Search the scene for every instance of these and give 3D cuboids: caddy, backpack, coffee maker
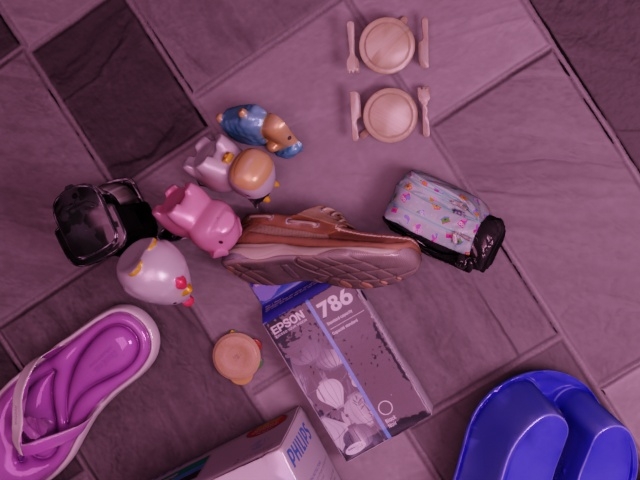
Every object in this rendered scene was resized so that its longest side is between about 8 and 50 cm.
[{"bbox_3d":[0.331,0.371,1.699,0.241,0.179,0.341,13,97,-16],"label":"caddy"},{"bbox_3d":[0.190,-0.030,1.700,0.182,0.152,0.115,28,91,14],"label":"backpack"},{"bbox_3d":[-0.325,-0.015,1.743,0.171,0.178,0.120,42,101,2],"label":"coffee maker"}]

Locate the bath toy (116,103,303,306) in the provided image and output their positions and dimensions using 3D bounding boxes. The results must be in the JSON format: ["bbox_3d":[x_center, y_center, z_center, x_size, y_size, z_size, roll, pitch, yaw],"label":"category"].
[{"bbox_3d":[-0.166,-0.041,1.685,0.129,0.151,0.348,44,70,-30],"label":"bath toy"}]

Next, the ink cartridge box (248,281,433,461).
[{"bbox_3d":[0.028,0.172,1.774,0.165,0.065,0.332,-32,90,10],"label":"ink cartridge box"}]

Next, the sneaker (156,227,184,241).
[{"bbox_3d":[-0.217,-0.018,1.783,0.098,0.069,0.038,-23,93,10],"label":"sneaker"}]

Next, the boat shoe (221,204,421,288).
[{"bbox_3d":[0.000,0.000,1.703,0.325,0.123,0.116,2,64,22],"label":"boat shoe"}]

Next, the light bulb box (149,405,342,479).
[{"bbox_3d":[-0.113,0.517,1.748,0.358,0.225,0.361,-28,93,10],"label":"light bulb box"}]

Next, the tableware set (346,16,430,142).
[{"bbox_3d":[0.104,-0.251,1.731,0.128,0.039,0.194,-3,102,-4],"label":"tableware set"}]

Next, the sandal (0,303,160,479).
[{"bbox_3d":[-0.439,0.262,1.827,0.169,0.102,0.416,42,101,3],"label":"sandal"}]

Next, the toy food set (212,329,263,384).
[{"bbox_3d":[-0.136,0.190,1.819,0.083,0.020,0.082,35,99,3],"label":"toy food set"}]
